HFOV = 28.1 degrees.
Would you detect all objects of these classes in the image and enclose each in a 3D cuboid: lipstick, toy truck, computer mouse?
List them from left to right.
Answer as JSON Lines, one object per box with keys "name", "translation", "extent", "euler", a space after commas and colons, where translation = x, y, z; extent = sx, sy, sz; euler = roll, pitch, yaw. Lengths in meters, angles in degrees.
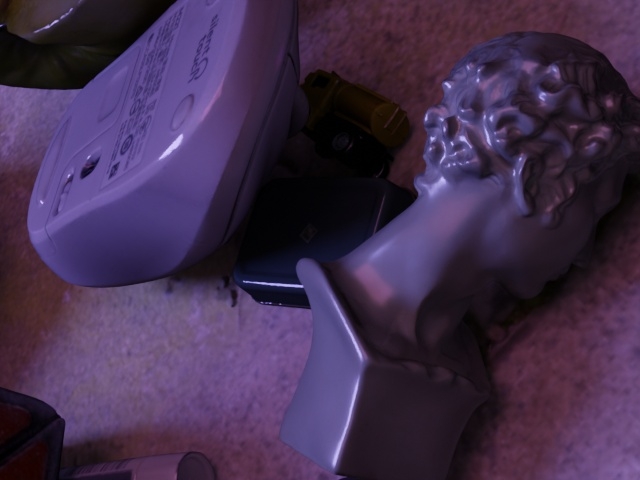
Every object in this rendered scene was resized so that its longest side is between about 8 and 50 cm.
{"name": "lipstick", "translation": [-0.137, 0.168, 0.863], "extent": [0.141, 0.040, 0.040], "euler": [-12, 59, 33]}
{"name": "computer mouse", "translation": [-0.093, -0.060, 0.876], "extent": [0.297, 0.121, 0.184], "euler": [-29, 39, 44]}
{"name": "toy truck", "translation": [0.016, -0.081, 0.874], "extent": [0.083, 0.049, 0.054], "euler": [33, 88, 43]}

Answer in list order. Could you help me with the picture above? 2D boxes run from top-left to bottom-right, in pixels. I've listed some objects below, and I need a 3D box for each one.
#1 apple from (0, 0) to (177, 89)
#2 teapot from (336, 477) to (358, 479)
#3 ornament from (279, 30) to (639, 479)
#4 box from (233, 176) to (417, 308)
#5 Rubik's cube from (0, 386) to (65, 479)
{"name": "apple", "translation": [-0.197, -0.285, 1.000], "extent": [0.311, 0.320, 0.360], "euler": [5, 70, -2]}
{"name": "teapot", "translation": [0.015, 0.170, 0.737], "extent": [0.100, 0.045, 0.068], "euler": [-18, 55, 29]}
{"name": "ornament", "translation": [0.071, 0.009, 0.726], "extent": [0.285, 0.130, 0.120], "euler": [-53, 33, 3]}
{"name": "box", "translation": [0.000, 0.000, 0.853], "extent": [0.126, 0.031, 0.091], "euler": [4, 69, 41]}
{"name": "Rubik's cube", "translation": [-0.343, 0.217, 0.828], "extent": [0.260, 0.255, 0.259], "euler": [-21, 54, 41]}
